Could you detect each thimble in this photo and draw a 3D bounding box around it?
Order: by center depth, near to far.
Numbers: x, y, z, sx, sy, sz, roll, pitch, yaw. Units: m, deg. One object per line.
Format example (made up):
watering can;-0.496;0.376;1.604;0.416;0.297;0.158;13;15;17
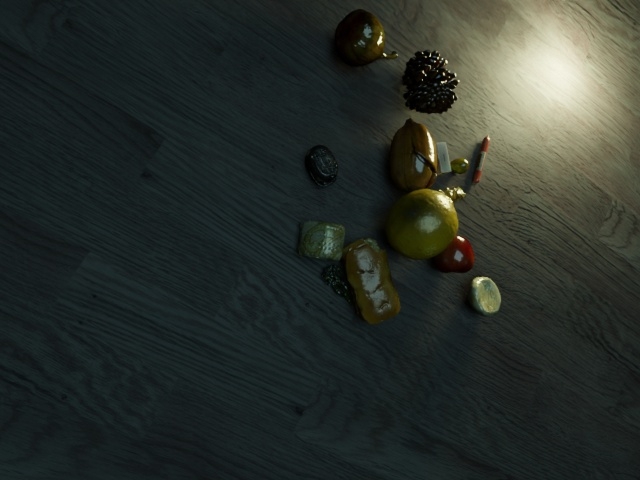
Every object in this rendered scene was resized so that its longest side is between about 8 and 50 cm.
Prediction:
thimble;0.000;0.000;1.730;0.190;0.137;0.143;10;84;7

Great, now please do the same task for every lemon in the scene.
lemon;0.411;-0.064;1.781;0.297;0.297;0.297;1;86;-17

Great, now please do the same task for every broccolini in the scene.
broccolini;0.089;0.184;1.783;0.202;0.068;0.091;48;55;-10

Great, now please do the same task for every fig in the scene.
fig;0.218;-0.821;1.833;0.321;0.217;0.217;7;84;-37
fig;0.630;-0.341;1.982;0.088;0.074;0.074;8;84;1

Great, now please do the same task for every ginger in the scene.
ginger;0.553;-0.190;1.941;0.205;0.081;0.115;-39;105;-15

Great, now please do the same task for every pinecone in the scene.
pinecone;0.468;-0.690;1.869;0.246;0.246;0.292;2;71;-17

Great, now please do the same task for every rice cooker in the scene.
rice cooker;0.005;-0.304;1.767;0.112;0.106;0.165;-26;84;-21

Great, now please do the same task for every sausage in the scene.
sausage;0.756;-0.377;2.042;0.034;0.034;0.253;18;81;-16

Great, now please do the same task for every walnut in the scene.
walnut;0.392;-0.366;1.846;0.209;0.209;0.336;0;80;-17

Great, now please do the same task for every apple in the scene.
apple;0.577;0.060;1.886;0.181;0.181;0.168;8;82;-17

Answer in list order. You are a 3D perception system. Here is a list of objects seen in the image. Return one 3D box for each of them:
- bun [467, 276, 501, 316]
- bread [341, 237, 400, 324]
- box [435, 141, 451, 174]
bun;0.722;0.256;1.958;0.183;0.102;0.183;10;71;-30
bread;0.202;0.159;1.769;0.195;0.149;0.344;-19;92;-24
box;0.507;-0.351;1.911;0.051;0.129;0.130;-12;90;-18
